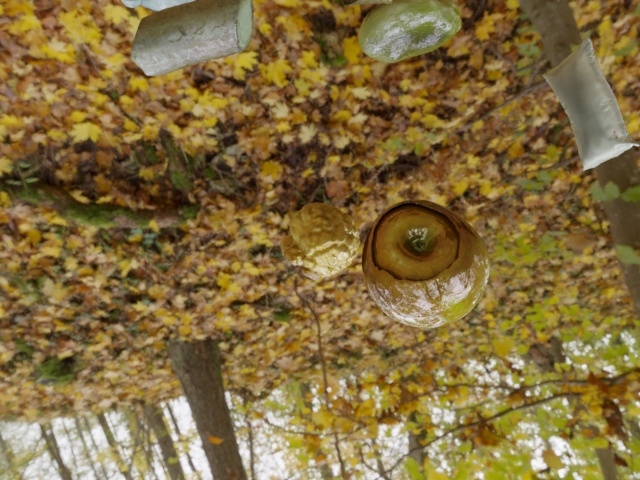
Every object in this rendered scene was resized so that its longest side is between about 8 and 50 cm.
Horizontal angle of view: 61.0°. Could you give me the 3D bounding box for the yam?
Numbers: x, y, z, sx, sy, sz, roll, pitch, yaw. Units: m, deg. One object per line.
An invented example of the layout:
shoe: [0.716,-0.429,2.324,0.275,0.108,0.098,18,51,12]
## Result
yam: [-0.143,-0.237,0.619,0.147,0.069,0.070,-13,179,7]

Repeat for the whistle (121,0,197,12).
whistle: [-0.290,-0.549,1.080,0.289,0.163,0.163,-53,-168,-25]

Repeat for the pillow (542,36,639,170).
pillow: [0.573,-0.287,1.173,0.078,0.253,0.144,-21,175,-16]

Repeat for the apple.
apple: [0.186,0.038,0.973,0.237,0.236,0.207,-23,153,-9]

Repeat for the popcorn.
popcorn: [0.000,0.000,1.198,0.180,0.180,0.170,-22,152,-34]

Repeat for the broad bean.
broad bean: [0.249,-0.597,1.528,0.291,0.119,0.238,-11,168,11]

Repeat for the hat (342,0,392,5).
hat: [0.119,-0.489,1.063,0.146,0.067,0.146,-32,-145,26]
